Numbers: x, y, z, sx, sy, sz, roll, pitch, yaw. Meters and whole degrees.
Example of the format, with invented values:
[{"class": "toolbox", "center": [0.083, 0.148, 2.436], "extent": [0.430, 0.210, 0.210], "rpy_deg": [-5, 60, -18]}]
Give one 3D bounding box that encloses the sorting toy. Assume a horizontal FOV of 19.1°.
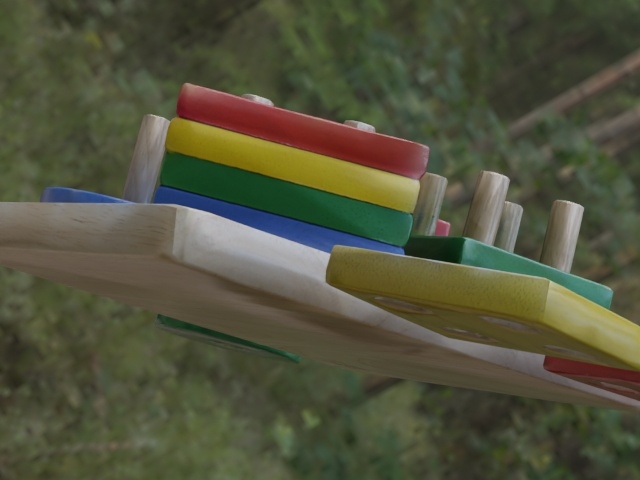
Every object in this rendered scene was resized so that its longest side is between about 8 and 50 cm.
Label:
[{"class": "sorting toy", "center": [0.000, 0.000, 0.455], "extent": [0.132, 0.046, 0.274], "rpy_deg": [19, -8, -30]}]
